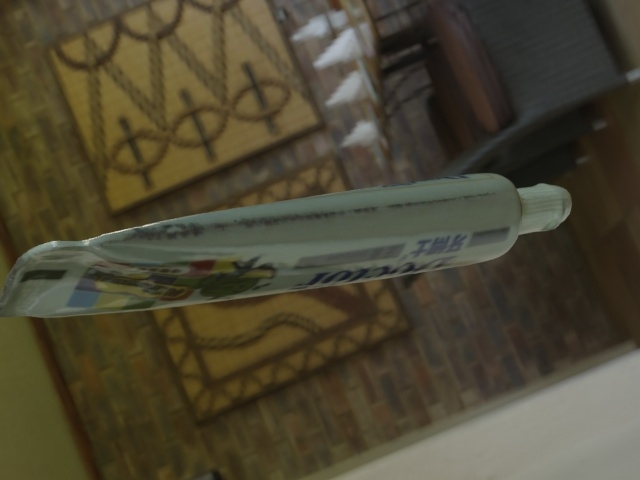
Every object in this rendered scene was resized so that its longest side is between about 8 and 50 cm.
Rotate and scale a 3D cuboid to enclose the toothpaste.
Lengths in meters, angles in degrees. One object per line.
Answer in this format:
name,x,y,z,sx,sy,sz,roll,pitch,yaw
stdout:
toothpaste,0.000,0.000,0.515,0.067,0.255,0.037,-41,62,52
